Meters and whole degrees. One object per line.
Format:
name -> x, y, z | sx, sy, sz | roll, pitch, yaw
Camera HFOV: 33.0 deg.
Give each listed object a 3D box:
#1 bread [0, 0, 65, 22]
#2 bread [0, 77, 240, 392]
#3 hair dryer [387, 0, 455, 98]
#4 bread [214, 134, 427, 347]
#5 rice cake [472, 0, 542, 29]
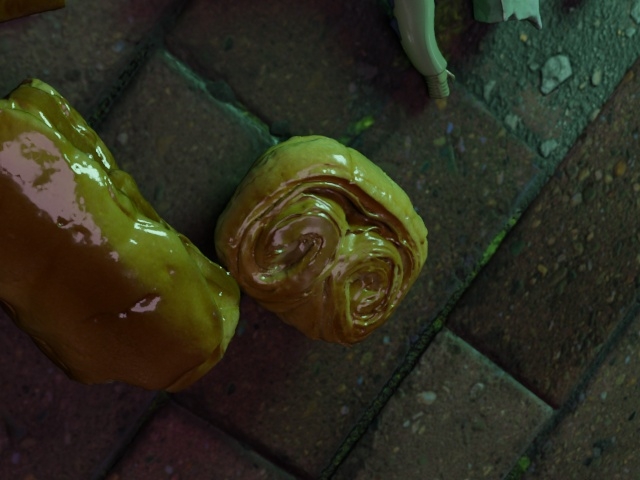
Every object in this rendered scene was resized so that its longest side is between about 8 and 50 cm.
bread -> -0.287, -0.233, 1.023 | 0.083, 0.036, 0.047 | -19, 116, -16
bread -> -0.232, 0.015, 1.031 | 0.195, 0.149, 0.344 | -28, 120, 23
hair dryer -> 0.020, -0.276, 1.127 | 0.296, 0.119, 0.298 | -6, 121, -16
bread -> 0.002, -0.003, 1.176 | 0.236, 0.120, 0.198 | 37, 90, -29
rice cake -> 0.197, -0.332, 1.196 | 0.063, 0.069, 0.206 | -18, 115, -21
